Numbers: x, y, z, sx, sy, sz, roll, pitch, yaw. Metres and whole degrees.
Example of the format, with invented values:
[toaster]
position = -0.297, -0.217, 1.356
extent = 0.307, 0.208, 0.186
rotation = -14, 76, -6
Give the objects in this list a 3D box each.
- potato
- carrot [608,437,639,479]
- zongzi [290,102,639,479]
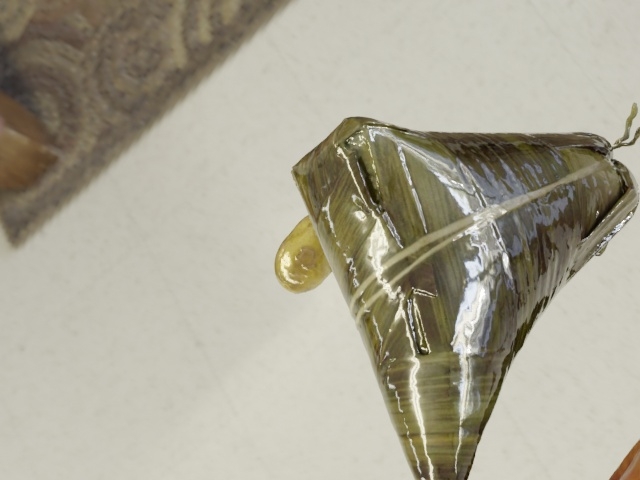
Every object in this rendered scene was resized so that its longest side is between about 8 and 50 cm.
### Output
[potato]
position = 0.000, 0.000, 1.213
extent = 0.045, 0.046, 0.092
rotation = 38, 86, -6
[carrot]
position = 0.281, 0.202, 0.839
extent = 0.307, 0.258, 0.100
rotation = 60, 147, 39
[zongzi]
position = 0.094, 0.030, 0.724
extent = 0.084, 0.187, 0.184
rotation = -46, 56, 49
